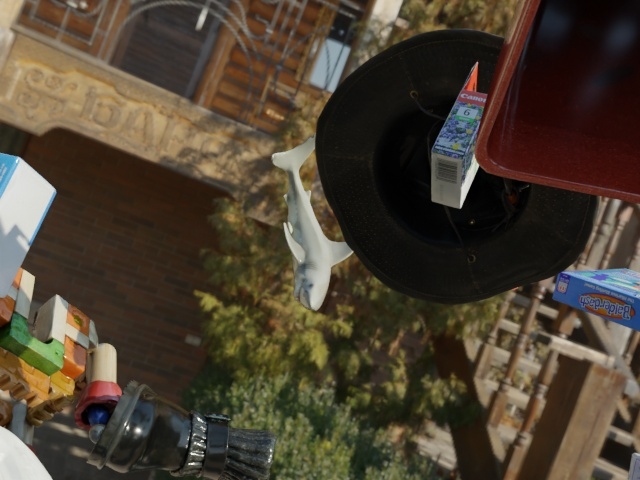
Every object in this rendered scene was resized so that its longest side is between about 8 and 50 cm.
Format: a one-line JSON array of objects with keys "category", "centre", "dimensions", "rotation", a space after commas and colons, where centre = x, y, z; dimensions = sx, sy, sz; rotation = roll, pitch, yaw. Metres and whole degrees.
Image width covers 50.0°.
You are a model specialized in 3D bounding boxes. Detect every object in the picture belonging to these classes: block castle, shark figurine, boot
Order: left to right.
[{"category": "block castle", "centre": [-0.564, 0.222, 1.117], "dimensions": [0.453, 0.303, 0.213], "rotation": [48, 12, -37]}, {"category": "boot", "centre": [-0.201, 0.330, 1.097], "dimensions": [0.260, 0.131, 0.348], "rotation": [23, -10, 3]}, {"category": "shark figurine", "centre": [-0.002, -0.018, 1.092], "dimensions": [0.116, 0.278, 0.166], "rotation": [-8, -16, 0]}]

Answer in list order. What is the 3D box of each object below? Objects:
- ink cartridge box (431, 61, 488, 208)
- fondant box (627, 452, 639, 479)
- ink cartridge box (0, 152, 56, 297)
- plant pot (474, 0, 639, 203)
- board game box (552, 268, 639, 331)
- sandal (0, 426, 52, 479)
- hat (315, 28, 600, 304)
[{"category": "ink cartridge box", "centre": [0.126, -0.091, 0.586], "dimensions": [0.029, 0.115, 0.063], "rotation": [18, -32, 20]}, {"category": "fondant box", "centre": [0.430, 0.438, 0.794], "dimensions": [0.238, 0.330, 0.096], "rotation": [24, -14, -33]}, {"category": "ink cartridge box", "centre": [-0.441, -0.033, 0.804], "dimensions": [0.203, 0.148, 0.086], "rotation": [12, -19, 18]}, {"category": "plant pot", "centre": [0.251, -0.186, 0.372], "dimensions": [0.267, 0.236, 0.267], "rotation": [12, -41, 3]}, {"category": "board game box", "centre": [0.469, 0.087, 1.012], "dimensions": [0.210, 0.047, 0.160], "rotation": [0, 15, -41]}, {"category": "sandal", "centre": [-0.292, 0.191, 0.357], "dimensions": [0.169, 0.102, 0.416], "rotation": [45, 5, 20]}, {"category": "hat", "centre": [0.160, -0.091, 0.785], "dimensions": [0.331, 0.331, 0.134], "rotation": [20, 35, 25]}]
